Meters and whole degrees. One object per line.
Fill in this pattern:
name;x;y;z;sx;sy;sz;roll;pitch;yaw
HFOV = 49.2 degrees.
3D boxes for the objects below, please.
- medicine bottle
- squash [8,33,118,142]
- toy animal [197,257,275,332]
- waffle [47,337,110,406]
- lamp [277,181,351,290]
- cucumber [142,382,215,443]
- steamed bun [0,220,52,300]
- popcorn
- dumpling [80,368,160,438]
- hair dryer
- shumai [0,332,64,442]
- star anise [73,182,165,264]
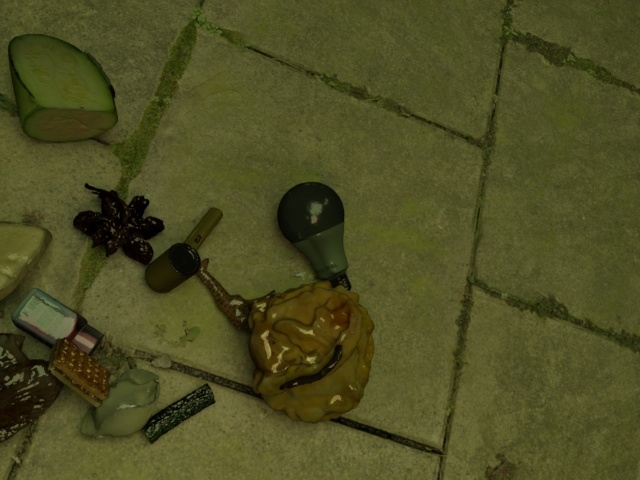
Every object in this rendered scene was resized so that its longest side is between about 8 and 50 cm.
medicine bottle;-0.600;0.200;1.603;0.188;0.119;0.094;33;67;-5
squash;-0.668;-0.426;1.784;0.234;0.210;0.309;-4;75;-36
toy animal;-0.218;0.151;1.799;0.275;0.054;0.149;24;61;-8
waffle;-0.526;0.286;1.525;0.042;0.102;0.148;-39;117;6
lamp;-0.019;-0.002;1.889;0.182;0.182;0.313;-8;97;-22
cucumber;-0.334;0.404;1.652;0.187;0.058;0.058;-30;81;-25
steamed bun;-0.758;0.055;1.612;0.231;0.110;0.212;8;49;-13
popcorn;-0.014;0.265;1.651;0.349;0.382;0.349;0;87;-10
dumpling;-0.455;0.366;1.592;0.181;0.111;0.155;-4;38;-11
hair dryer;-0.334;0.014;1.788;0.090;0.135;0.278;44;43;-14
shumai;-0.690;0.318;1.527;0.185;0.184;0.218;35;87;42
star anise;-0.499;-0.039;1.736;0.220;0.126;0.190;15;69;-17
